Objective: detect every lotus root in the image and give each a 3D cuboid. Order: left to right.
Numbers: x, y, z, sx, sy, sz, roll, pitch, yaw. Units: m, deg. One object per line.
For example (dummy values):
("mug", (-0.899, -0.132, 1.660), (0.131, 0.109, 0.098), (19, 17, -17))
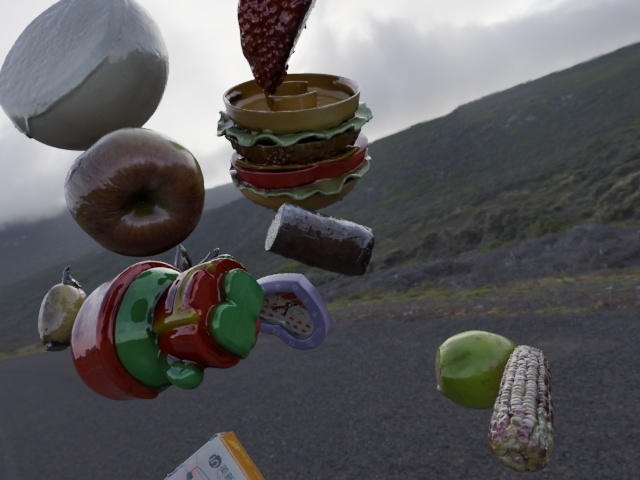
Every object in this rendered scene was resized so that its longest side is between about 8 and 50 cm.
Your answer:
("lotus root", (-0.665, 0.179, 1.293), (0.125, 0.220, 0.118), (-18, -31, 33))

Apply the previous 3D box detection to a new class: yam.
("yam", (0.001, -0.001, 0.677), (0.141, 0.079, 0.079), (16, -13, -19))

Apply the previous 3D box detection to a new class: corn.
("corn", (0.275, 0.213, 0.672), (0.080, 0.079, 0.237), (-18, 12, 30))

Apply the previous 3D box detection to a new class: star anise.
("star anise", (-0.336, 0.139, 1.251), (0.289, 0.288, 0.088), (-18, -7, 3))

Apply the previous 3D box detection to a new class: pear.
("pear", (0.380, 0.298, 1.160), (0.220, 0.187, 0.187), (-4, 1, 5))

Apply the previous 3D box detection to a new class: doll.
("doll", (-0.239, 0.121, 0.668), (0.363, 0.182, 0.160), (-22, -43, 37))

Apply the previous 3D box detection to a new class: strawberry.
("strawberry", (-0.059, -0.344, 0.710), (0.235, 0.107, 0.175), (-61, 7, 7))

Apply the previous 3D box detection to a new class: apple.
("apple", (-0.173, -0.047, 0.480), (0.126, 0.125, 0.102), (-18, 27, -16))

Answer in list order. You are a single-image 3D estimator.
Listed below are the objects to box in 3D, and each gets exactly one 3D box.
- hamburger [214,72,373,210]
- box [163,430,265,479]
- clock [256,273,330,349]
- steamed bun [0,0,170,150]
("hamburger", (-0.044, -0.165, 0.885), (0.275, 0.212, 0.274), (-3, 32, 2))
("box", (-0.185, 0.533, 0.926), (0.221, 0.273, 0.091), (-37, -17, -3))
("clock", (-0.067, 0.138, 1.069), (0.064, 0.198, 0.172), (-62, -6, -59))
("steamed bun", (-0.372, -0.267, 0.828), (0.283, 0.282, 0.177), (-18, -30, 18))
